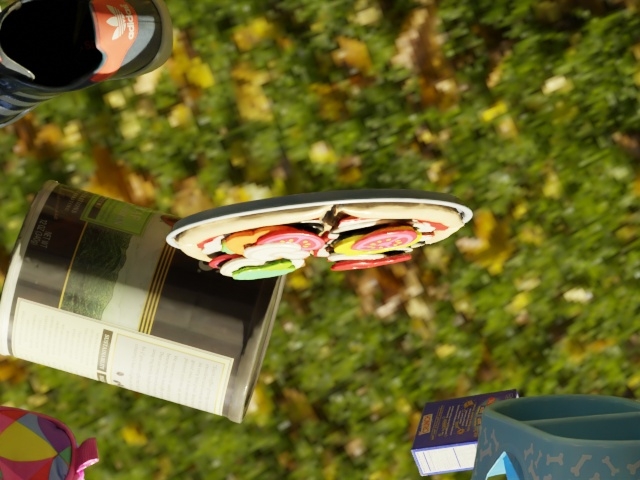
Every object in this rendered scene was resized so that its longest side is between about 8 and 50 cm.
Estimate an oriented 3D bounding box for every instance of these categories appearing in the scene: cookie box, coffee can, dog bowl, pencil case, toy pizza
[{"bbox_3d":[0.161,0.208,1.870,0.107,0.092,0.040,-10,117,21],"label":"cookie box"},{"bbox_3d":[-0.190,0.066,1.880,0.275,0.201,0.201,15,127,1],"label":"coffee can"},{"bbox_3d":[0.226,0.180,1.423,0.297,0.166,0.074,-168,75,-76],"label":"dog bowl"},{"bbox_3d":[-0.254,0.238,1.335,0.104,0.104,0.236,42,125,25],"label":"pencil case"},{"bbox_3d":[0.000,0.000,1.130,0.201,0.201,0.032,-15,77,50],"label":"toy pizza"}]

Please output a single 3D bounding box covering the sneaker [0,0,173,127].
[{"bbox_3d":[-0.340,-0.203,1.887,0.350,0.148,0.131,-17,87,26],"label":"sneaker"}]
